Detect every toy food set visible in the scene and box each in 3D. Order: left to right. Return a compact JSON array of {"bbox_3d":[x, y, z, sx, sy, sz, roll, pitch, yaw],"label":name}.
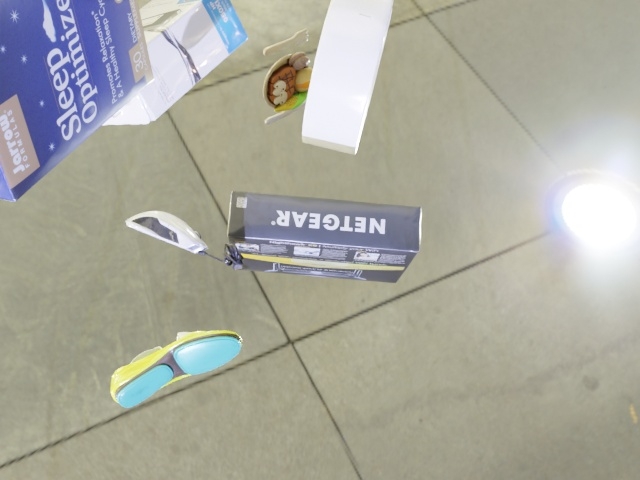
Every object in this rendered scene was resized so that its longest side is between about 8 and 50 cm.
[{"bbox_3d":[-0.061,-0.325,1.675,0.132,0.192,0.038,-32,55,-27],"label":"toy food set"}]

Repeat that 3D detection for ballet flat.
[{"bbox_3d":[-0.245,0.195,1.357,0.231,0.077,0.077,-27,35,-4],"label":"ballet flat"}]

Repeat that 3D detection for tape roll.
[{"bbox_3d":[0.048,-0.298,1.421,0.100,0.286,0.286,15,55,2],"label":"tape roll"}]

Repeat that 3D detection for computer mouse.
[{"bbox_3d":[-0.203,-0.008,1.235,0.193,0.106,0.042,22,86,6],"label":"computer mouse"}]

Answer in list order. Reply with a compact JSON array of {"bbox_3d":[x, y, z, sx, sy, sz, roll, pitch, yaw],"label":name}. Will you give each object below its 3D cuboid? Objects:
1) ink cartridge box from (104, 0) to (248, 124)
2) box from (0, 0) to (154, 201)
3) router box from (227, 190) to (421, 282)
[{"bbox_3d":[-0.424,-0.470,2.075,0.285,0.166,0.395,4,43,40],"label":"ink cartridge box"},{"bbox_3d":[-0.199,-0.125,0.575,0.036,0.136,0.225,12,42,20],"label":"box"},{"bbox_3d":[0.000,0.000,1.397,0.308,0.243,0.081,5,75,-3],"label":"router box"}]
